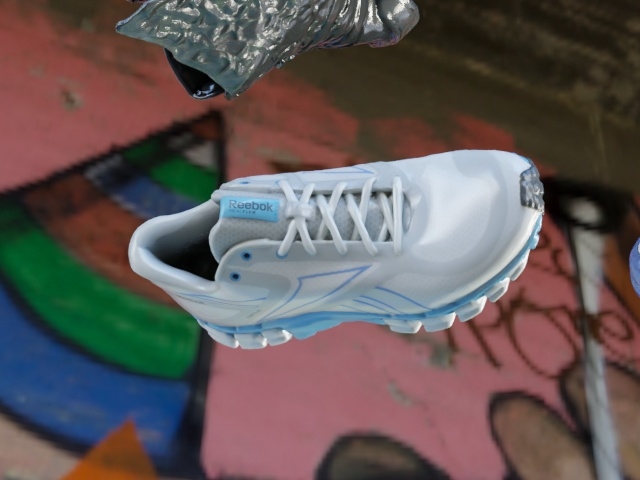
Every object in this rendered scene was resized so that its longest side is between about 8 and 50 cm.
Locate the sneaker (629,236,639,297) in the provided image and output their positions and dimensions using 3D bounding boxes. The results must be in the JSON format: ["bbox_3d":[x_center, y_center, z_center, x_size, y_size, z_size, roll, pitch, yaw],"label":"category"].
[{"bbox_3d":[0.315,-0.024,1.184,0.296,0.112,0.131,-13,-42,41],"label":"sneaker"}]

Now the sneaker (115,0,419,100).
[{"bbox_3d":[-0.021,-0.085,0.654,0.089,0.170,0.051,-41,-106,2],"label":"sneaker"}]

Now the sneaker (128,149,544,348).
[{"bbox_3d":[0.000,0.000,0.752,0.190,0.071,0.083,-17,-29,33],"label":"sneaker"}]
